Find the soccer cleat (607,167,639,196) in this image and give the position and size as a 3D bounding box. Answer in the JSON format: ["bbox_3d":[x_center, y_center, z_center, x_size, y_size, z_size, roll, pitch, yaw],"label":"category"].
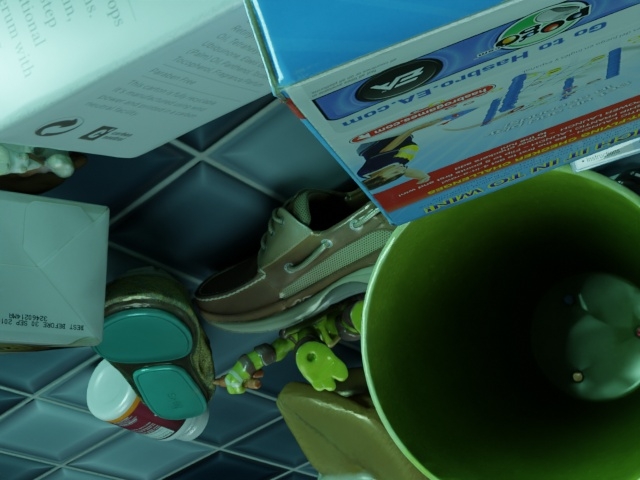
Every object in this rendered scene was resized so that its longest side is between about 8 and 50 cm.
[{"bbox_3d":[0.292,-0.009,1.105,0.318,0.108,0.116,0,157,-10],"label":"soccer cleat"}]

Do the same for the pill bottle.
[{"bbox_3d":[-0.214,0.204,1.303,0.086,0.086,0.152,-27,143,25],"label":"pill bottle"}]

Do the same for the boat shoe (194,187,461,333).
[{"bbox_3d":[0.000,0.000,1.047,0.324,0.123,0.116,-21,111,26],"label":"boat shoe"}]

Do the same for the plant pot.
[{"bbox_3d":[0.220,0.083,0.923,0.275,0.274,0.293,-25,166,22],"label":"plant pot"}]

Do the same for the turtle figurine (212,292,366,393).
[{"bbox_3d":[0.010,0.093,1.126,0.270,0.087,0.217,-21,-175,-14],"label":"turtle figurine"}]

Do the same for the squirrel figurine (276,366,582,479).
[{"bbox_3d":[0.191,0.246,1.218,0.397,0.280,0.370,1,-163,36],"label":"squirrel figurine"}]

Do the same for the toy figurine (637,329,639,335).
[{"bbox_3d":[0.409,0.090,1.294,0.159,0.130,0.173,2,172,8],"label":"toy figurine"}]

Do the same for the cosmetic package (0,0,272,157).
[{"bbox_3d":[0.006,-0.236,0.538,0.453,0.230,0.161,-22,173,20],"label":"cosmetic package"}]

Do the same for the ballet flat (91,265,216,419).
[{"bbox_3d":[-0.181,0.094,1.113,0.123,0.123,0.348,-9,154,-1],"label":"ballet flat"}]

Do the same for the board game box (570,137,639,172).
[{"bbox_3d":[0.275,-0.236,0.664,0.319,0.066,0.318,-17,118,11],"label":"board game box"}]

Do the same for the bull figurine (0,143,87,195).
[{"bbox_3d":[-0.332,-0.086,0.804,0.311,0.101,0.188,-1,178,-25],"label":"bull figurine"}]

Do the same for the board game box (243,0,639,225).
[{"bbox_3d":[0.143,-0.119,0.483,0.308,0.086,0.302,-20,169,8],"label":"board game box"}]

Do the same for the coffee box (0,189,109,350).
[{"bbox_3d":[-0.323,0.034,0.882,0.168,0.118,0.297,9,168,-37],"label":"coffee box"}]
